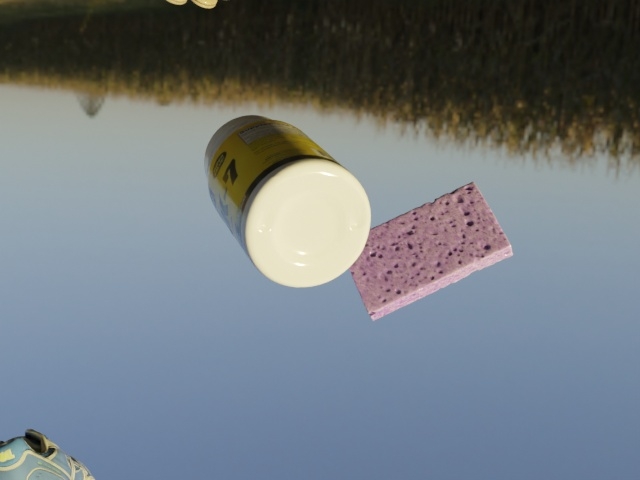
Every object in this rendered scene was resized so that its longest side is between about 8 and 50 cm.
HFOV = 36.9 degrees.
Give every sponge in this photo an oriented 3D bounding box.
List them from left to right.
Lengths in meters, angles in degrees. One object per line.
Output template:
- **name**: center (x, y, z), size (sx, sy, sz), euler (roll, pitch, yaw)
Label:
- **sponge**: center (0.140, 0.013, 1.294), size (0.210, 0.117, 0.031), euler (-25, 150, 0)

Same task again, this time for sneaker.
- **sneaker**: center (-0.239, 0.200, 0.821), size (0.080, 0.081, 0.211), euler (-20, 177, -14)

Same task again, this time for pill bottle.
- **pill bottle**: center (-0.041, -0.047, 0.916), size (0.119, 0.119, 0.208), euler (-1, -159, -20)

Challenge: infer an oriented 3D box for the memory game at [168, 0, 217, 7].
- **memory game**: center (-0.182, -0.340, 1.132), size (0.186, 0.012, 0.186), euler (21, -139, -19)
